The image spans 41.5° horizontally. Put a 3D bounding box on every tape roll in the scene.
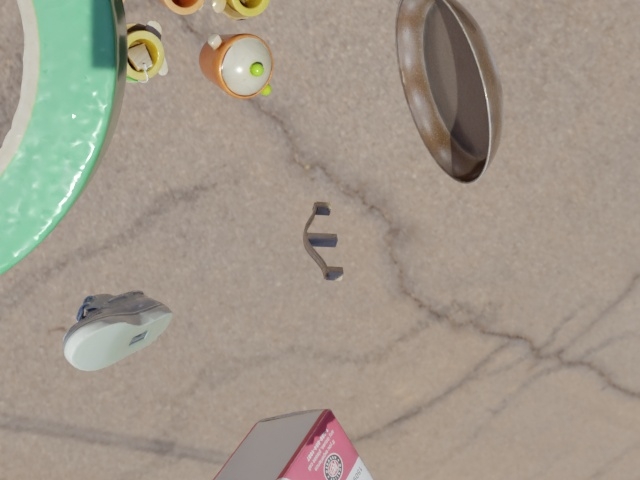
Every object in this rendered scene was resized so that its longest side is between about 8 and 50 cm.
[{"bbox_3d":[-0.276,-0.116,0.484,0.321,0.077,0.321,-2,103,-7],"label":"tape roll"}]

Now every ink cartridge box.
[{"bbox_3d":[-0.005,0.349,0.863,0.117,0.207,0.283,-20,109,37],"label":"ink cartridge box"}]

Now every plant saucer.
[{"bbox_3d":[0.199,-0.240,1.286,0.050,0.311,0.311,-20,139,-10],"label":"plant saucer"}]

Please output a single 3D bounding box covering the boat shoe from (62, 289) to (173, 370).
[{"bbox_3d":[-0.285,0.112,1.130,0.079,0.081,0.227,-58,167,13],"label":"boat shoe"}]

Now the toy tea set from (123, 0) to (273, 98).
[{"bbox_3d":[-0.191,-0.304,1.190,0.336,0.124,0.200,-6,112,-36],"label":"toy tea set"}]

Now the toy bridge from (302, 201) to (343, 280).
[{"bbox_3d":[0.000,0.000,1.587,0.063,0.188,0.026,3,137,-14],"label":"toy bridge"}]
